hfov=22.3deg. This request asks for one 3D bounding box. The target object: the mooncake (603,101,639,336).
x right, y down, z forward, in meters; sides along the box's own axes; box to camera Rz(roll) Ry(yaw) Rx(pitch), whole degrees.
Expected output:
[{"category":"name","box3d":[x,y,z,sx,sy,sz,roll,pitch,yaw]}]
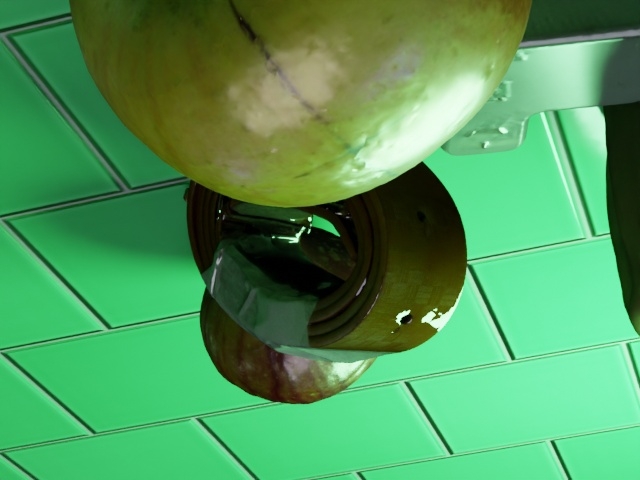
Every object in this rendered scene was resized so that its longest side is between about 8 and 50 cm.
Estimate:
[{"category":"mooncake","box3d":[0.408,-0.056,1.298,0.378,0.200,0.378,-6,154,-3]}]

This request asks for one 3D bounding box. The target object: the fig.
[{"category":"fig","box3d":[-0.029,0.045,1.468,0.175,0.175,0.207,-4,132,1]}]

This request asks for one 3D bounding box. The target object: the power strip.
[{"category":"power strip","box3d":[0.123,-0.125,1.223,0.265,0.059,0.193,-6,159,0]}]

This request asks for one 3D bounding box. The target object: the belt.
[{"category":"belt","box3d":[0.000,0.000,1.289,0.105,0.184,0.261,3,-172,-41]}]

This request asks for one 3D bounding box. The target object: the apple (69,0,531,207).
[{"category":"apple","box3d":[-0.008,-0.158,0.972,0.286,0.286,0.233,-19,156,25]}]
